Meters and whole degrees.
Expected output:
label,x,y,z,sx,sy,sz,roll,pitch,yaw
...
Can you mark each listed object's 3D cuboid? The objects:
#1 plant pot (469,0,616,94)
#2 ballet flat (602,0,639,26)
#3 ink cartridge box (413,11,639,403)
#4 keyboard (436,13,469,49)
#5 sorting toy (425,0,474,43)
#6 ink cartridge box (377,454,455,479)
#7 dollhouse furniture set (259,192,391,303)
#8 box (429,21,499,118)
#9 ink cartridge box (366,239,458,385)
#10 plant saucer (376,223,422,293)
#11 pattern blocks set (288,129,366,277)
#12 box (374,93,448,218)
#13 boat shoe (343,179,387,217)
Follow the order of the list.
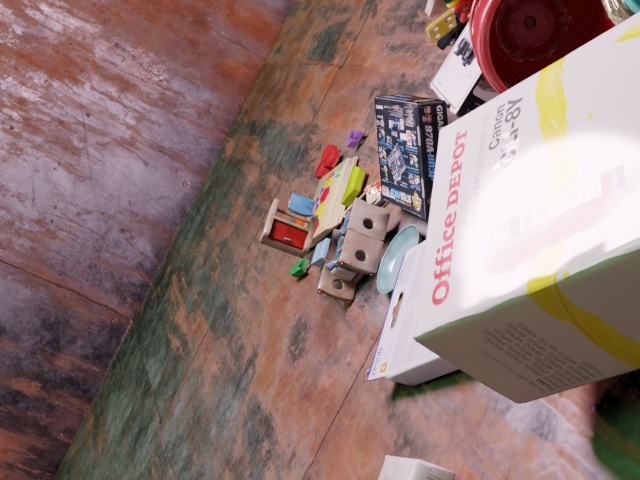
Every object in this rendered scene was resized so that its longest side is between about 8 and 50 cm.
label,x,y,z,sx,sy,sz,roll,pitch,yaw
plant pot,0.283,-0.269,1.305,0.191,0.191,0.174,-60,9,14
ballet flat,0.417,-0.363,1.159,0.182,0.164,0.483,102,-169,-65
ink cartridge box,0.280,-0.043,0.923,0.384,0.160,0.279,-29,38,43
keyboard,0.262,-0.427,1.835,0.192,0.038,0.100,-48,23,43
sorting toy,0.217,-0.359,1.392,0.132,0.046,0.274,-29,-20,-21
ink cartridge box,0.089,0.356,1.243,0.225,0.056,0.181,108,-176,-78
dollhouse furniture set,0.000,0.000,1.708,0.129,0.183,0.129,124,164,-58
box,0.288,-0.311,1.511,0.290,0.087,0.169,-59,18,15
ink cartridge box,0.159,0.085,1.392,0.224,0.045,0.223,-33,35,61
plant saucer,0.128,0.033,1.596,0.119,0.021,0.119,-55,20,30
pattern blocks set,0.017,-0.077,2.061,0.285,0.026,0.325,-23,44,65
box,0.144,-0.137,1.603,0.220,0.051,0.175,-145,49,-73
boat shoe,0.093,-0.078,1.818,0.137,0.043,0.049,-50,20,34
